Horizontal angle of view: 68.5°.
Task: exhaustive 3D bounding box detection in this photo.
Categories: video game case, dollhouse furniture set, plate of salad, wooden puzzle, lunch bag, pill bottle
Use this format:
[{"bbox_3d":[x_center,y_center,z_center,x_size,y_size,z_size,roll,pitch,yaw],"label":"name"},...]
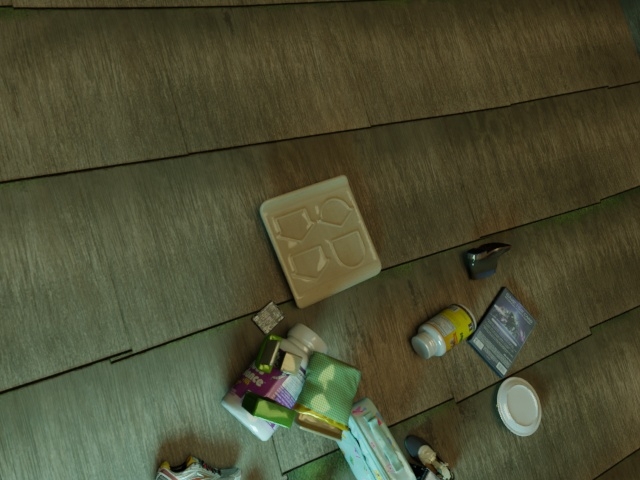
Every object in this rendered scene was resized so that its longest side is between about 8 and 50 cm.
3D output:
[{"bbox_3d":[0.673,0.335,1.734,0.196,0.026,0.274,47,65,-8],"label":"video game case"},{"bbox_3d":[-0.017,0.375,1.179,0.301,0.151,0.198,25,71,-16],"label":"dollhouse furniture set"},{"bbox_3d":[0.707,0.593,1.685,0.199,0.048,0.200,9,66,-21],"label":"plate of salad"},{"bbox_3d":[0.000,0.000,1.495,0.322,0.080,0.348,-21,93,-24],"label":"wooden puzzle"},{"bbox_3d":[0.140,0.590,1.322,0.107,0.224,0.279,-24,66,-23],"label":"lunch bag"},{"bbox_3d":[0.411,0.308,1.578,0.215,0.117,0.117,-27,91,-25],"label":"pill bottle"},{"bbox_3d":[-0.117,0.383,1.313,0.169,0.169,0.301,46,66,-9],"label":"pill bottle"}]

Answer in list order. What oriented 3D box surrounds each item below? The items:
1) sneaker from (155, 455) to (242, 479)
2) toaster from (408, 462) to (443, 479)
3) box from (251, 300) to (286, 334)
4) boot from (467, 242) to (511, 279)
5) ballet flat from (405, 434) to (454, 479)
[{"bbox_3d":[-0.315,0.614,1.229,0.225,0.088,0.093,6,76,-22],"label":"sneaker"},{"bbox_3d":[0.283,0.773,1.397,0.110,0.168,0.186,36,67,2],"label":"toaster"},{"bbox_3d":[-0.155,0.232,1.410,0.083,0.018,0.067,-43,98,-24],"label":"box"},{"bbox_3d":[0.628,0.073,1.755,0.219,0.082,0.106,-12,106,-28],"label":"boot"},{"bbox_3d":[0.357,0.704,1.503,0.074,0.074,0.203,-44,97,-24],"label":"ballet flat"}]
